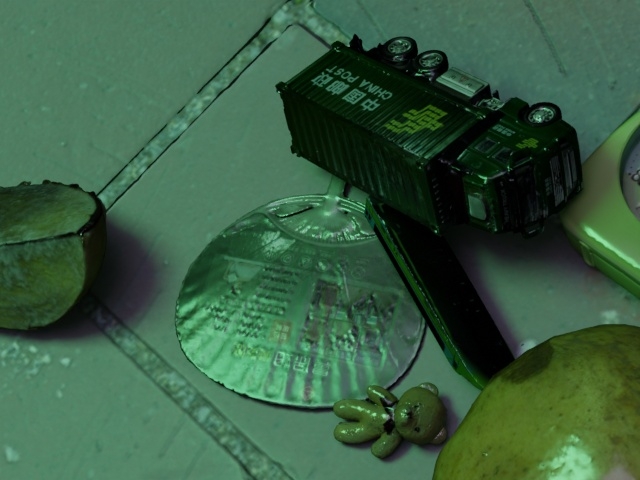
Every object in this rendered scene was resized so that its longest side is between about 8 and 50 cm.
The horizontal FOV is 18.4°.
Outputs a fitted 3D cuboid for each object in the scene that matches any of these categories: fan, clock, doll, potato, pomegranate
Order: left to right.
[{"bbox_3d":[-0.277,0.017,1.786,0.261,0.100,0.120,-4,27,29],"label":"potato"},{"bbox_3d":[0.015,0.026,1.727,0.294,0.012,0.223,-46,64,-7],"label":"fan"},{"bbox_3d":[0.059,0.151,1.653,0.093,0.051,0.062,-10,82,40],"label":"doll"},{"bbox_3d":[0.219,0.195,1.456,0.281,0.281,0.281,-6,66,13],"label":"pomegranate"},{"bbox_3d":[0.325,-0.051,1.644,0.170,0.069,0.232,38,80,27],"label":"clock"}]

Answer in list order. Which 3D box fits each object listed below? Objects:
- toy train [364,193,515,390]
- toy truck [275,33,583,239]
[{"bbox_3d":[0.104,0.047,1.672,0.044,0.042,0.209,-22,67,-16],"label":"toy train"},{"bbox_3d":[0.094,-0.088,1.663,0.121,0.088,0.259,-37,45,-24],"label":"toy truck"}]
